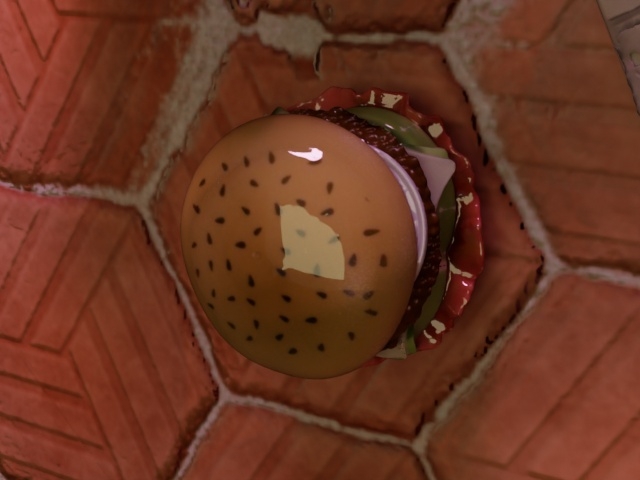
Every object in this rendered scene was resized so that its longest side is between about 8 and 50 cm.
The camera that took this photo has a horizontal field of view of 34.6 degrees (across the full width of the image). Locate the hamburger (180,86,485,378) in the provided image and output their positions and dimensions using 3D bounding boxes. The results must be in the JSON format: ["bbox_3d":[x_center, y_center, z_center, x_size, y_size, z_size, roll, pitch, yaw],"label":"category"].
[{"bbox_3d":[0.002,-0.003,0.575,0.175,0.137,0.175,4,100,27],"label":"hamburger"}]

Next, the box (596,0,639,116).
[{"bbox_3d":[0.213,-0.053,0.467,0.142,0.044,0.285,-21,90,60],"label":"box"}]
